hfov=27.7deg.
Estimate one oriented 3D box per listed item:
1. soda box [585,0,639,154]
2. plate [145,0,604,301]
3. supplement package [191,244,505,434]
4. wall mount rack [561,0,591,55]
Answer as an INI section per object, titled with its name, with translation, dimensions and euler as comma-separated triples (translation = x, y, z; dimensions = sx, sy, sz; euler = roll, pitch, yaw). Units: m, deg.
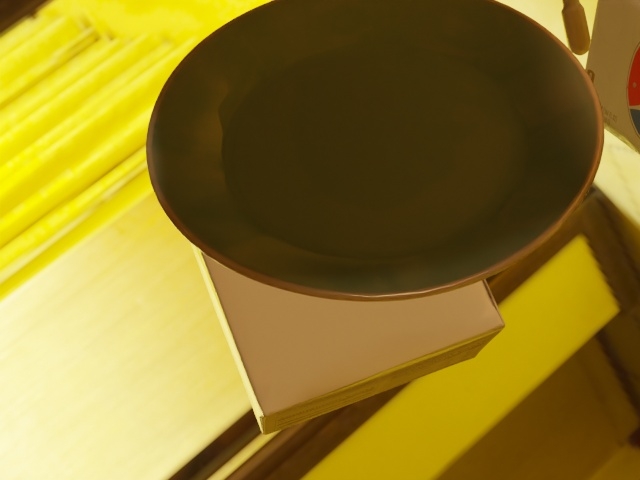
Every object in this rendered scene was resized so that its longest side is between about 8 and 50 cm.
[soda box]
translation = 0.197, -0.057, 0.577
dimensions = 0.216, 0.069, 0.073
euler = -124, 36, -60
[plate]
translation = 0.022, -0.043, 0.542
dimensions = 0.188, 0.188, 0.024
euler = 40, 154, 33
[supplement package]
translation = 0.000, 0.000, 1.081
dimensions = 0.145, 0.204, 0.261
euler = 102, 148, -75
[wall mount rack]
translation = 0.201, -0.266, 0.829
dimensions = 0.130, 0.304, 0.350
euler = 25, -165, -4
